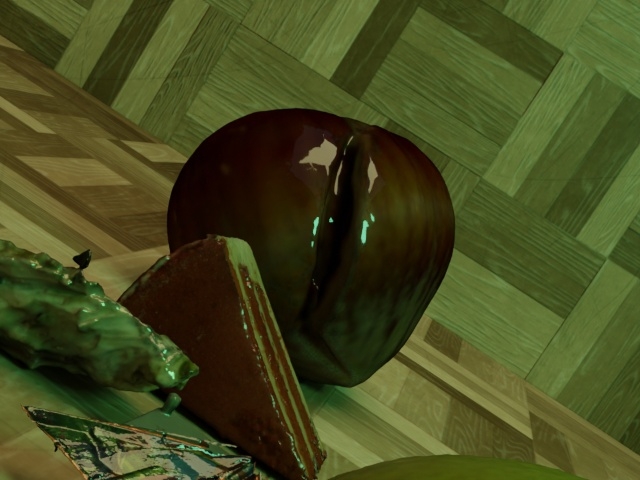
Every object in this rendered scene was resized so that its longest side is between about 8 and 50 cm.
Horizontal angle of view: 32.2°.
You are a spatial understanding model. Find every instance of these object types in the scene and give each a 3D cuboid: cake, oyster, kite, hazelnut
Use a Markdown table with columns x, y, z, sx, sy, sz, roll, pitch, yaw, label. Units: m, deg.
| x | y | z | sx | sy | sz | roll | pitch | yaw | label |
| --- | --- | --- | --- | --- | --- | --- | --- | --- | --- |
| -0.068 | 0.107 | 1.131 | 0.262 | 0.159 | 0.158 | 35 | 5 | 8 | cake |
| -0.266 | 0.049 | 0.990 | 0.354 | 0.107 | 0.201 | 23 | -18 | 30 | oyster |
| -0.108 | 0.184 | 0.760 | 0.241 | 0.014 | 0.183 | 41 | 36 | 11 | kite |
| 0.000 | 0.000 | 1.436 | 0.359 | 0.359 | 0.409 | 35 | 16 | 18 | hazelnut |

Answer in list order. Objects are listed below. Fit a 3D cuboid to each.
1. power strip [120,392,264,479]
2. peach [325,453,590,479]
| x | y | z | sx | sy | sz | roll | pitch | yaw | label |
| --- | --- | --- | --- | --- | --- | --- | --- | --- | --- |
| -0.072 | 0.209 | 0.840 | 0.216 | 0.061 | 0.145 | 33 | 12 | 12 | power strip |
| 0.040 | 0.217 | 0.338 | 0.314 | 0.281 | 0.315 | 32 | 20 | 7 | peach |
